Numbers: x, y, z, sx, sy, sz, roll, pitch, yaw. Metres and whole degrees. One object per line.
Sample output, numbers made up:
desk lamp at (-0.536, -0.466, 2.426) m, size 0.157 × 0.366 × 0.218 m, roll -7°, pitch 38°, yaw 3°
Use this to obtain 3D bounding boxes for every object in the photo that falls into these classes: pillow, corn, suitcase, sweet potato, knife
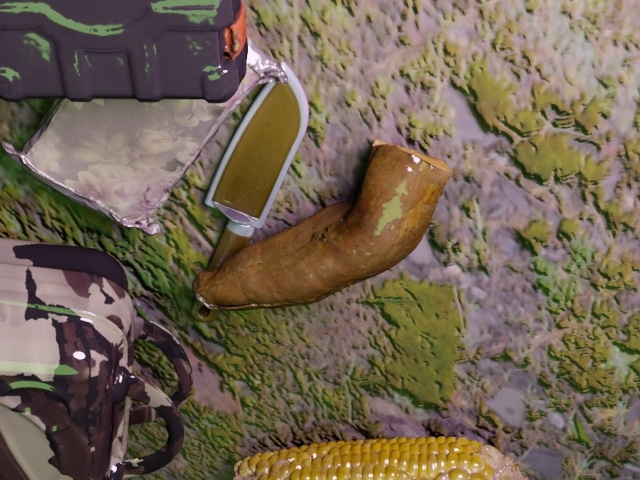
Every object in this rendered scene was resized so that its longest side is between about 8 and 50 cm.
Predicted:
pillow at (-0.153, -0.113, 0.937) m, size 0.169 × 0.059 × 0.255 m, roll 32°, pitch 128°, yaw -20°
corn at (0.067, 0.292, 1.247) m, size 0.347 × 0.130 × 0.130 m, roll -5°, pitch 133°, yaw 14°
suitcase at (-0.304, 0.152, 1.123) m, size 0.339 × 0.194 × 0.351 m, roll 6°, pitch 135°, yaw -7°
sweet potato at (0.002, -0.004, 1.007) m, size 0.286 × 0.085 × 0.112 m, roll -26°, pitch 110°, yaw 31°
knife at (-0.080, -0.032, 1.026) m, size 0.061 × 0.027 × 0.343 m, roll 22°, pitch 133°, yaw -7°
suitcase at (-0.160, -0.228, 0.757) m, size 0.206 × 0.066 × 0.285 m, roll 1°, pitch 130°, yaw 4°
